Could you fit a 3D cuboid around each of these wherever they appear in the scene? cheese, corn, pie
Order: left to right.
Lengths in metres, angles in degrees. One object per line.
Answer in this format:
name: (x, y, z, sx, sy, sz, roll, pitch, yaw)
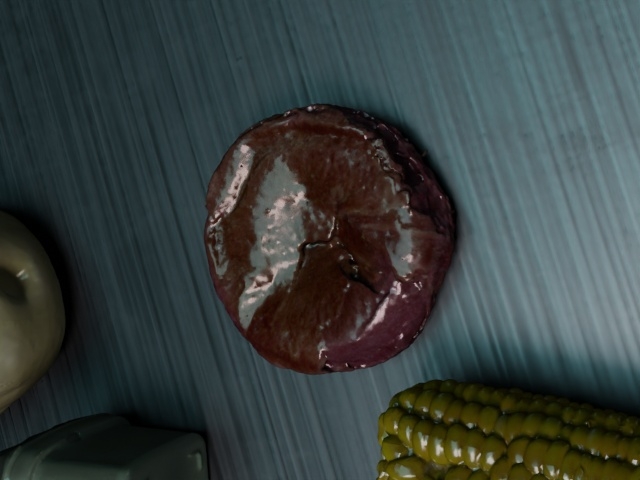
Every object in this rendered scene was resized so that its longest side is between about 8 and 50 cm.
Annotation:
cheese: (-0.317, 0.071, 0.806, 0.235, 0.117, 0.218, 24, 111, 33)
pie: (0.000, 0.000, 0.626, 0.182, 0.049, 0.182, 2, 94, 29)
corn: (0.169, 0.139, 0.502, 0.312, 0.102, 0.102, 5, 98, 30)

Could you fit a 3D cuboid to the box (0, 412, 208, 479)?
box: (-0.159, 0.241, 0.706, 0.129, 0.148, 0.210, -2, 94, 23)
